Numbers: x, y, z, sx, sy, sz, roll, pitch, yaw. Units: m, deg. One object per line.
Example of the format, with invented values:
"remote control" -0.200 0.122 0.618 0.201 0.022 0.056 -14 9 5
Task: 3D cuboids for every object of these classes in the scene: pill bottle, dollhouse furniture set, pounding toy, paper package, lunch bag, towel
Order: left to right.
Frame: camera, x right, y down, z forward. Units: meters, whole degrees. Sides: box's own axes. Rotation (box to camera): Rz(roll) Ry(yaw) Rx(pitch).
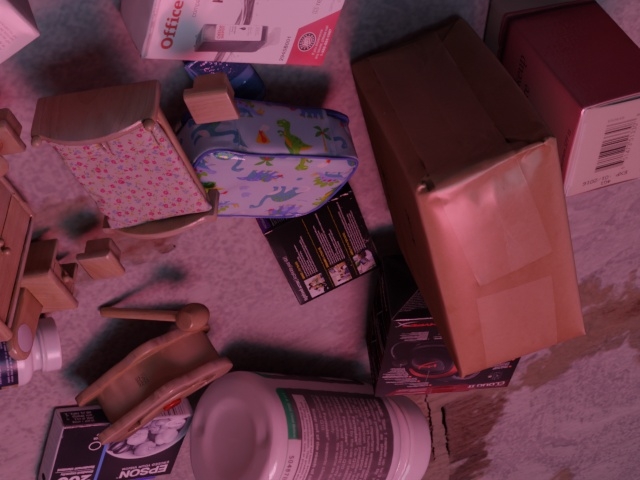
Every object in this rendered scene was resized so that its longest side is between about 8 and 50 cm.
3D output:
"pill bottle" -0.421 0.146 1.460 0.169 0.094 0.094 -9 136 -21
"dollhouse furniture set" -0.225 0.002 1.258 0.356 0.173 0.303 -8 143 14
"pounding toy" -0.233 0.156 1.600 0.269 0.155 0.154 -38 169 25
"towel" -0.111 -0.191 1.332 0.067 0.029 0.119 -32 140 3
"lunch bag" -0.081 -0.092 1.382 0.219 0.090 0.176 0 153 -29
"pill bottle" -0.006 0.313 1.776 0.361 0.204 0.204 11 126 -44
"paper package" 0.178 -0.053 1.397 0.168 0.309 0.325 -20 130 -1

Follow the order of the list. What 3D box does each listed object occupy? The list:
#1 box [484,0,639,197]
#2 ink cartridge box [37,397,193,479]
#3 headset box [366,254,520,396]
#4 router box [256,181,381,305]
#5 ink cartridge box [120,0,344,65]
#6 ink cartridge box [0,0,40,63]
"box" 0.307 -0.189 1.410 0.127 0.232 0.148 -15 138 -15
"ink cartridge box" -0.318 0.327 1.750 0.206 0.045 0.208 -2 134 -29
"headset box" 0.188 0.134 1.712 0.218 0.110 0.293 -4 149 -5
"router box" 0.000 0.000 1.582 0.133 0.046 0.179 -26 140 -2
"ink cartridge box" -0.086 -0.274 1.211 0.218 0.092 0.158 -1 133 -26
"ink cartridge box" -0.409 -0.216 1.029 0.233 0.168 0.171 -33 139 6
